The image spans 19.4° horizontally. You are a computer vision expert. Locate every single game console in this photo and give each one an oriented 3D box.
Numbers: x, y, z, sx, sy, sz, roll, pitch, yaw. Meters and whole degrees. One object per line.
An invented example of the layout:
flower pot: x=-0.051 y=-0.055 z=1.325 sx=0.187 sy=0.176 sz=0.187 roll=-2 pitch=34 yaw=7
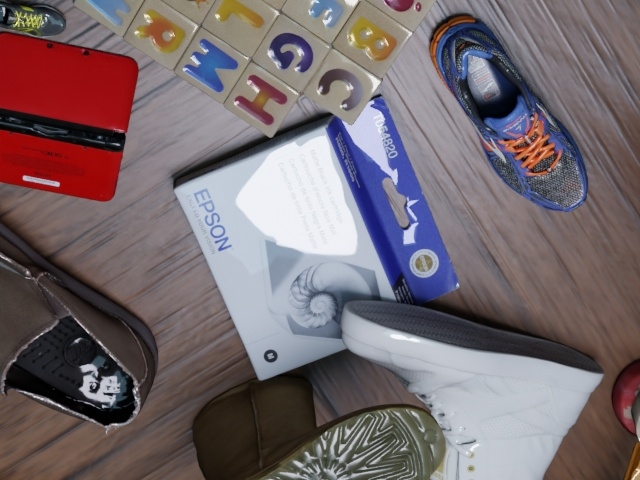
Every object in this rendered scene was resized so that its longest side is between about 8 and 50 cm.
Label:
game console: x=-0.257 y=-0.117 z=1.801 sx=0.144 sy=0.085 sz=0.124 roll=11 pitch=136 yaw=-6

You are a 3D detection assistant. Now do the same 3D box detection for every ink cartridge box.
ink cartridge box: x=0.000 y=0.000 z=1.835 sx=0.224 sy=0.045 sz=0.223 roll=-23 pitch=106 yaw=3

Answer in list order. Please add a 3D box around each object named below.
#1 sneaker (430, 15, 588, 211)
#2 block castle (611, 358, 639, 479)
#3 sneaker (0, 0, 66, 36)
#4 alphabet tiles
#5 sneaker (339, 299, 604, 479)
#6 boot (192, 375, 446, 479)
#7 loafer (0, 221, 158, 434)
sneaker: x=0.181 y=-0.111 z=1.793 sx=0.083 sy=0.087 sz=0.221 roll=-39 pitch=105 yaw=8
block castle: x=0.384 y=0.374 z=1.889 sx=0.303 sy=0.213 sz=0.453 roll=18 pitch=98 yaw=3
sneaker: x=-0.282 y=-0.207 z=1.761 sx=0.083 sy=0.035 sz=0.031 roll=9 pitch=106 yaw=-6
alphabet tiles: x=-0.069 y=-0.264 z=1.714 sx=0.342 sy=0.011 sz=0.285 roll=34 pitch=117 yaw=-3
sneaker: x=0.127 y=0.165 z=1.835 sx=0.292 sy=0.108 sz=0.169 roll=17 pitch=106 yaw=-26
boot: x=-0.012 y=0.182 z=1.772 sx=0.236 sy=0.269 sz=0.089 roll=-22 pitch=105 yaw=1
loafer: x=-0.300 y=0.067 z=1.757 sx=0.366 sy=0.130 sz=0.134 roll=27 pitch=103 yaw=-24
